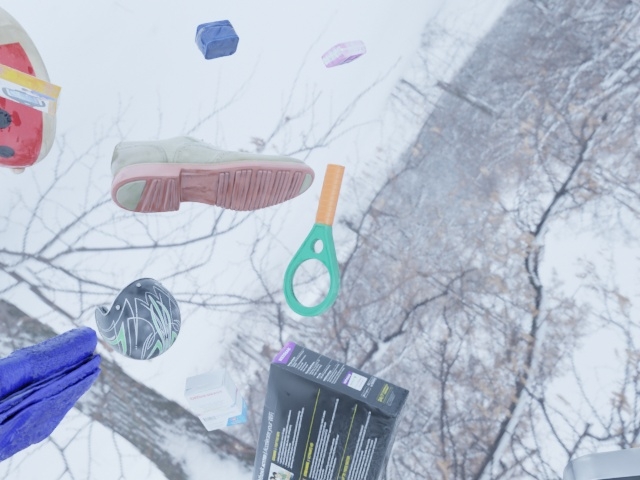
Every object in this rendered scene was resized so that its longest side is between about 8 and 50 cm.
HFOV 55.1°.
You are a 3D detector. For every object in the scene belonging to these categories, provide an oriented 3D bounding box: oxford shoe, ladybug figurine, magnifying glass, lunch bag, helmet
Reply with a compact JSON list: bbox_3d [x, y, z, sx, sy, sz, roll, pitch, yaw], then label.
[{"bbox_3d":[-0.204,-0.149,1.196,0.397,0.146,0.140,-1,144,-24],"label":"oxford shoe"},{"bbox_3d":[-0.841,-0.372,1.560,0.162,0.305,0.449,-63,150,-58],"label":"ladybug figurine"},{"bbox_3d":[0.000,0.000,0.916,0.026,0.092,0.231,11,90,-56],"label":"magnifying glass"},{"bbox_3d":[-0.237,-0.468,1.418,0.098,0.065,0.067,-21,162,-30],"label":"lunch bag"},{"bbox_3d":[-0.368,0.162,1.265,0.161,0.169,0.169,-11,-148,45],"label":"helmet"}]

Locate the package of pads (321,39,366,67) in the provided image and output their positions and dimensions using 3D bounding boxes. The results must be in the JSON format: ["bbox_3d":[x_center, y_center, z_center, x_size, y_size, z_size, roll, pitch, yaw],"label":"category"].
[{"bbox_3d":[0.045,-0.351,1.153,0.050,0.032,0.083,-20,-173,41],"label":"package of pads"}]

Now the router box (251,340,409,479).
[{"bbox_3d":[0.004,0.206,0.628,0.046,0.133,0.179,-43,149,-57],"label":"router box"}]

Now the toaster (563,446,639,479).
[{"bbox_3d":[0.233,0.248,0.401,0.168,0.110,0.185,-81,157,-49],"label":"toaster"}]

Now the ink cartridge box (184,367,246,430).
[{"bbox_3d":[-0.214,0.327,1.262,0.052,0.088,0.122,-95,167,-53],"label":"ink cartridge box"}]

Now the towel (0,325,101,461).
[{"bbox_3d":[-0.397,0.225,0.682,0.227,0.076,0.308,-50,169,21],"label":"towel"}]

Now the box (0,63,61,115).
[{"bbox_3d":[-0.518,-0.263,1.050,0.081,0.136,0.028,-23,-127,63],"label":"box"}]
